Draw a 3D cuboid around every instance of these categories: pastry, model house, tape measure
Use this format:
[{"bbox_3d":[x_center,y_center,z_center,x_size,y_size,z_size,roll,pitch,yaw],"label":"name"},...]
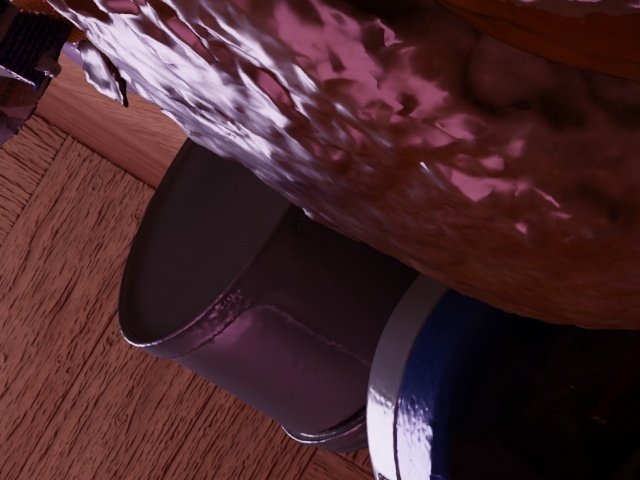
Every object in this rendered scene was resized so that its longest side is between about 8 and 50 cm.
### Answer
[{"bbox_3d":[0.025,-0.079,0.688,0.329,0.136,0.329,32,175,3],"label":"pastry"},{"bbox_3d":[-0.231,-0.178,1.434,0.100,0.101,0.088,25,171,40],"label":"model house"},{"bbox_3d":[0.157,0.100,0.967,0.262,0.259,0.138,39,172,-13],"label":"tape measure"}]

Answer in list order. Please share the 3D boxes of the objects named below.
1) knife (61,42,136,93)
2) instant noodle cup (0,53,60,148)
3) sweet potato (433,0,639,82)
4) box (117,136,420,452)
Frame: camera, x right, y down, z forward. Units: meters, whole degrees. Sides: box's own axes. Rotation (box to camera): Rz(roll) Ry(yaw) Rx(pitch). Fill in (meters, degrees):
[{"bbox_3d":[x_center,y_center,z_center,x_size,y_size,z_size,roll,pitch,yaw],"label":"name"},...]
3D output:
[{"bbox_3d":[-0.094,-0.121,1.571,0.398,0.038,0.132,26,175,35],"label":"knife"},{"bbox_3d":[-0.350,-0.184,1.537,0.207,0.217,0.217,26,179,-37],"label":"instant noodle cup"},{"bbox_3d":[0.064,-0.099,0.447,0.359,0.112,0.112,26,174,15],"label":"sweet potato"},{"bbox_3d":[0.000,0.000,1.108,0.149,0.226,0.226,32,175,-21],"label":"box"}]
